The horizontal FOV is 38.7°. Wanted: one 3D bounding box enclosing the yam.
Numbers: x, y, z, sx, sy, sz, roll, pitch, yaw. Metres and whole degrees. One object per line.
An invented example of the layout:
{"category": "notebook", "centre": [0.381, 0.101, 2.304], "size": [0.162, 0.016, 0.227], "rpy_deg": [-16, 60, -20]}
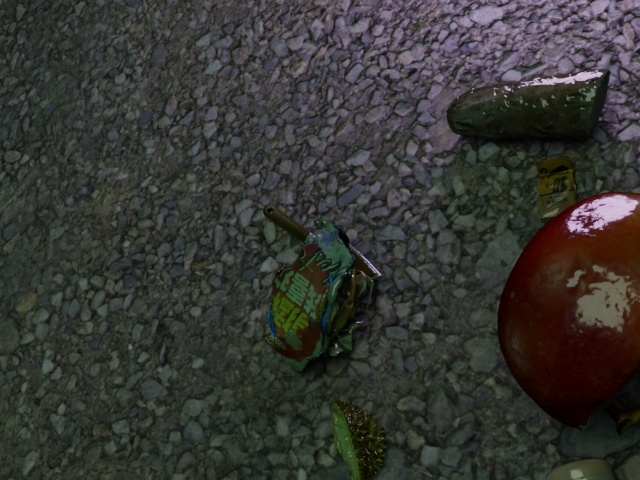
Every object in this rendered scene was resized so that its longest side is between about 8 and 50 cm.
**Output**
{"category": "yam", "centre": [0.409, -0.260, 1.813], "size": [0.330, 0.133, 0.133], "rpy_deg": [-2, 68, 29]}

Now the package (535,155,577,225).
{"category": "package", "centre": [0.459, -0.093, 1.762], "size": [0.071, 0.047, 0.131], "rpy_deg": [-12, 62, 23]}

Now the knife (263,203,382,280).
{"category": "knife", "centre": [0.001, -0.001, 1.954], "size": [0.343, 0.027, 0.061], "rpy_deg": [36, 84, 33]}

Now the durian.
{"category": "durian", "centre": [0.071, 0.388, 1.736], "size": [0.100, 0.086, 0.215], "rpy_deg": [-52, 45, 38]}

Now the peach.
{"category": "peach", "centre": [0.471, 0.100, 1.498], "size": [0.406, 0.335, 0.310], "rpy_deg": [-45, 61, 1]}

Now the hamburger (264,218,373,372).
{"category": "hamburger", "centre": [0.013, 0.117, 1.837], "size": [0.276, 0.150, 0.260], "rpy_deg": [-47, 36, 31]}

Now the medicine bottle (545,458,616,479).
{"category": "medicine bottle", "centre": [0.451, 0.488, 1.471], "size": [0.114, 0.114, 0.252], "rpy_deg": [-20, 62, 17]}
